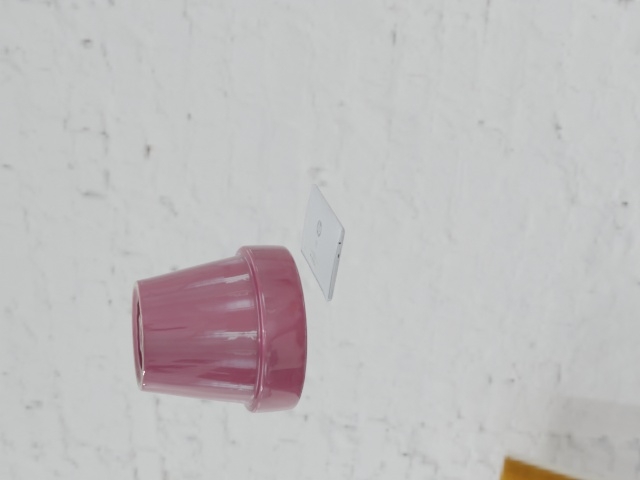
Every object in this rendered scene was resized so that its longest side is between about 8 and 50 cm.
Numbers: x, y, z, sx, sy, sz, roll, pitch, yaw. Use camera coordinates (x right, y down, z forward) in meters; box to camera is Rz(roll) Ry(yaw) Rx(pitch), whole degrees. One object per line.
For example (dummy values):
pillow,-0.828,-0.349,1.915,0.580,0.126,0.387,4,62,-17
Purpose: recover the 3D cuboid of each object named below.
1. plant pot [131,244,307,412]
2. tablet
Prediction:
plant pot,-0.126,0.107,1.192,0.201,0.180,0.201,177,90,-74
tablet,0.000,0.000,0.692,0.083,0.006,0.054,-121,38,-61
